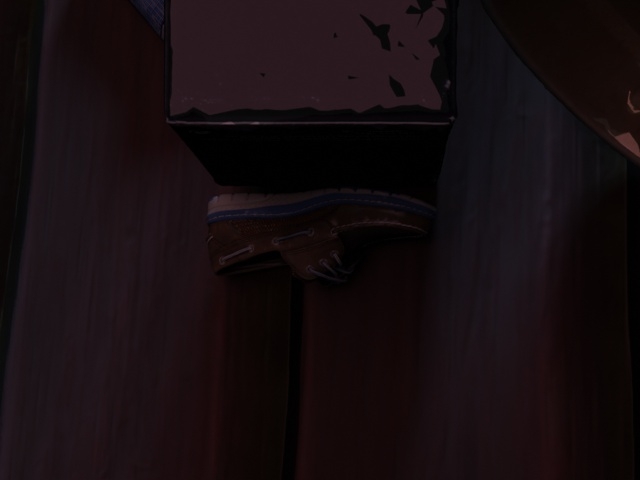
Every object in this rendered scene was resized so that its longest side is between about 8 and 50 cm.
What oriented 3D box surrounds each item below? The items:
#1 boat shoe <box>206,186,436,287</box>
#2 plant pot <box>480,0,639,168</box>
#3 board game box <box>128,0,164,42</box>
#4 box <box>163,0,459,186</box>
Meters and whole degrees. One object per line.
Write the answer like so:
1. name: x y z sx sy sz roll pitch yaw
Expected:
1. boat shoe: 0.000 0.000 1.225 0.183 0.066 0.066 -3 77 30
2. plant pot: 0.310 -0.219 1.059 0.334 0.334 0.305 36 77 26
3. board game box: -0.078 -0.249 1.331 0.194 0.060 0.194 -42 64 3
4. box: -0.003 -0.195 1.110 0.183 0.294 0.296 0 84 3
